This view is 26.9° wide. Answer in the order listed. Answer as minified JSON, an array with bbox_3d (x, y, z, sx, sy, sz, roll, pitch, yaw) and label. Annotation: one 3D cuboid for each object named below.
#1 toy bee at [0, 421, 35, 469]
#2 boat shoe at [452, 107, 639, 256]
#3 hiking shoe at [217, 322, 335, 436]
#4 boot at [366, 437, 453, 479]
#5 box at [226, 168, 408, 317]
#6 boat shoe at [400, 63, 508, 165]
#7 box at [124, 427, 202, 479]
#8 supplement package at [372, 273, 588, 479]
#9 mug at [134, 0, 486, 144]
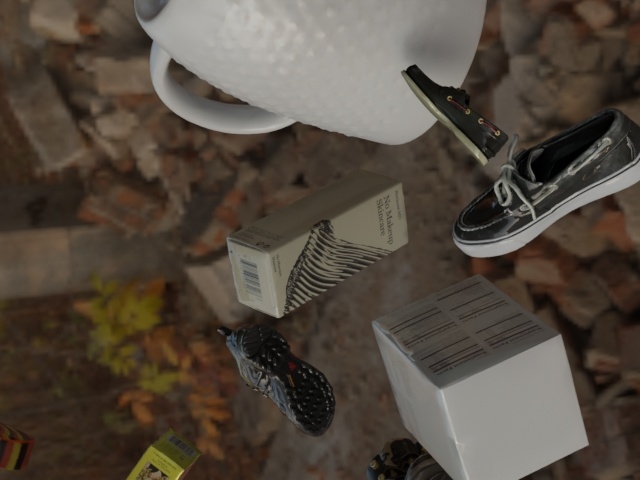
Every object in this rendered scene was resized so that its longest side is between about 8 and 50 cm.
[{"bbox_3d":[-0.621,0.310,2.196,0.298,0.162,0.195,-6,80,36],"label":"toy bee"},{"bbox_3d":[0.279,-0.077,1.733,0.306,0.105,0.113,-25,44,38],"label":"boat shoe"},{"bbox_3d":[-0.063,0.207,2.046,0.114,0.086,0.227,9,139,56],"label":"hiking shoe"},{"bbox_3d":[0.169,0.456,2.363,0.284,0.138,0.377,-113,12,-54],"label":"boot"},{"bbox_3d":[0.000,0.000,1.944,0.094,0.275,0.113,19,128,44],"label":"box"},{"bbox_3d":[0.136,-0.135,1.368,0.133,0.042,0.049,46,-176,16],"label":"boat shoe"},{"bbox_3d":[-0.248,0.356,1.729,0.232,0.058,0.087,-55,-5,11],"label":"box"},{"bbox_3d":[0.234,0.211,1.994,0.262,0.198,0.199,-138,27,-63],"label":"supplement package"},{"bbox_3d":[-0.050,-0.250,1.524,0.374,0.328,0.276,-47,40,44],"label":"mug"}]
